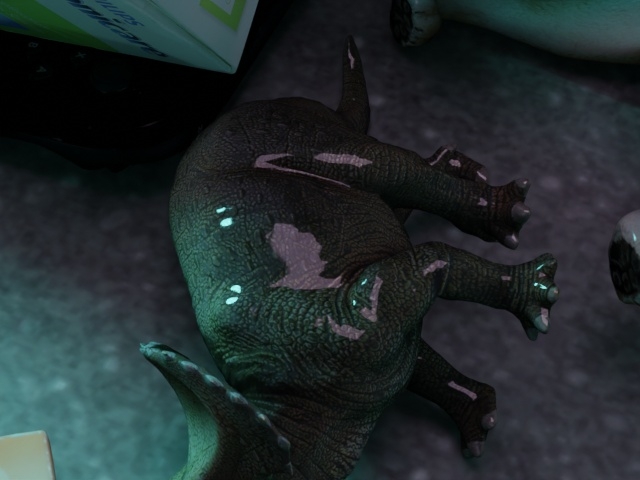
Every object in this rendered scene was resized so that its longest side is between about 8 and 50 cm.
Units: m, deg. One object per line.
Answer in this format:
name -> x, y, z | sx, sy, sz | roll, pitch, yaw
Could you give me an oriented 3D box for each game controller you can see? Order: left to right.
game controller -> -0.080, -0.160, 0.871 | 0.166, 0.067, 0.319 | 20, 52, 12

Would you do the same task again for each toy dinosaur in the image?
toy dinosaur -> 0.000, 0.000, 0.713 | 0.160, 0.121, 0.313 | 10, 54, -13

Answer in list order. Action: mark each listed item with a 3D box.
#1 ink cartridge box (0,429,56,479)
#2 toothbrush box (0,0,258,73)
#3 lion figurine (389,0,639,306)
ink cartridge box -> -0.158, 0.160, 0.621 | 0.145, 0.045, 0.179 | -8, 49, -9
toothbrush box -> -0.151, -0.207, 0.760 | 0.283, 0.122, 0.206 | 12, 82, 28
lion figurine -> 0.203, -0.081, 0.780 | 0.240, 0.142, 0.392 | -12, 48, -21
